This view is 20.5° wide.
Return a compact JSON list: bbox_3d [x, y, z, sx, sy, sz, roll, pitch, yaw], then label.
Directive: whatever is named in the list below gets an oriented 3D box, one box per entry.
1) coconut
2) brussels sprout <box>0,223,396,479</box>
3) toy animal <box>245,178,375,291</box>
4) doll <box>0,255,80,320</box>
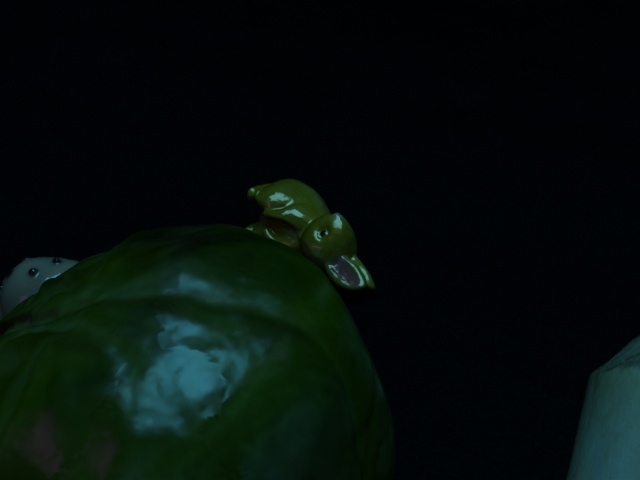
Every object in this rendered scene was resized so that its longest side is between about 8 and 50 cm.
[{"bbox_3d":[0.268,0.179,1.227,0.202,0.222,0.202,12,-11,2],"label":"coconut"},{"bbox_3d":[-0.108,0.138,1.215,0.354,0.281,0.289,-3,38,44],"label":"brussels sprout"},{"bbox_3d":[0.003,-0.002,1.688,0.083,0.070,0.159,-18,39,-34],"label":"toy animal"},{"bbox_3d":[-0.187,0.057,1.540,0.278,0.119,0.154,1,26,22],"label":"doll"}]
